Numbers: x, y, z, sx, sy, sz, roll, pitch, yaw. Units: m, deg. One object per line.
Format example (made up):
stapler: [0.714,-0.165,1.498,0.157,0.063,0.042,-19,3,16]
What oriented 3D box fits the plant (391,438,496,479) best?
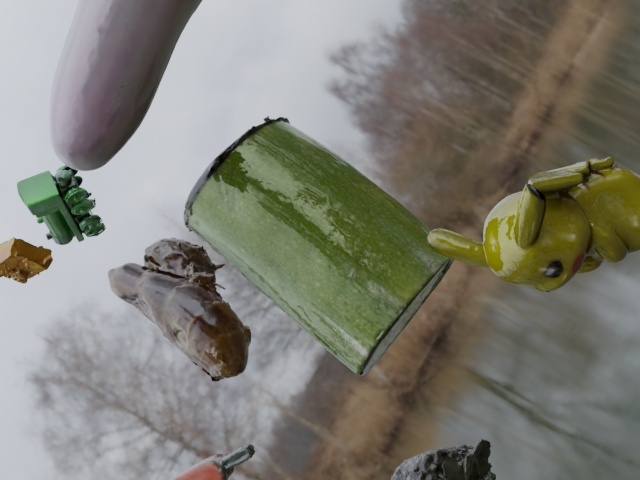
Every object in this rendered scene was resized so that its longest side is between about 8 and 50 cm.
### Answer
plant: [0.332,0.605,2.514,0.213,0.215,0.312,0,-21,-40]

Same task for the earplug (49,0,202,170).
earplug: [-0.281,-0.238,1.386,0.172,0.172,0.301,82,-152,-84]

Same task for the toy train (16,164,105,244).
toy train: [-0.487,-0.060,1.963,0.119,0.085,0.251,-23,-20,-10]

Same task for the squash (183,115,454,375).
squash: [0.000,0.000,1.679,0.263,0.384,0.263,-48,-10,-12]

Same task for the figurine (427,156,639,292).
figurine: [0.353,-0.025,1.503,0.327,0.169,0.218,-20,-9,-29]

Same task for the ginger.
ginger: [-0.296,0.149,2.483,0.254,0.418,0.176,-38,-27,-25]

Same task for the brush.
brush: [-0.234,0.468,2.004,0.323,0.070,0.051,-35,2,32]

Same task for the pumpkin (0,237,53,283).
pumpkin: [-0.488,0.028,1.679,0.083,0.074,0.054,-27,51,35]
